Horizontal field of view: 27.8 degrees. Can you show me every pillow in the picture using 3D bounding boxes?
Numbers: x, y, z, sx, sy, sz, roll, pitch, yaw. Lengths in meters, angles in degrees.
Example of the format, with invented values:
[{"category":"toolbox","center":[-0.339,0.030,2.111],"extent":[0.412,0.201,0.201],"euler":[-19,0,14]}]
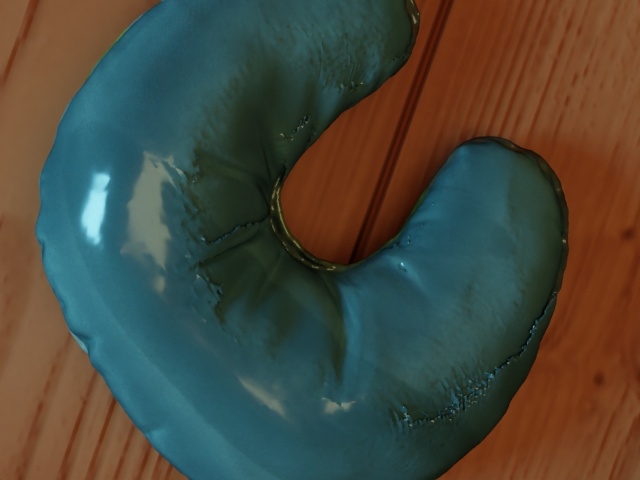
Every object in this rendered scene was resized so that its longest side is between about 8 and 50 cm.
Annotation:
[{"category":"pillow","center":[0.000,0.000,0.535],"extent":[0.214,0.086,0.233],"euler":[-43,105,-11]}]
